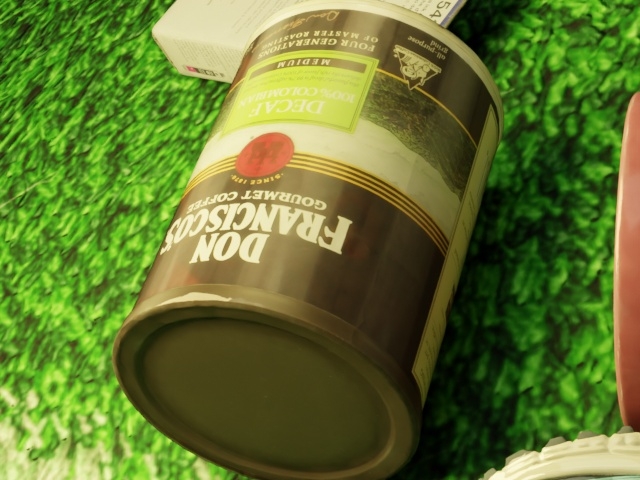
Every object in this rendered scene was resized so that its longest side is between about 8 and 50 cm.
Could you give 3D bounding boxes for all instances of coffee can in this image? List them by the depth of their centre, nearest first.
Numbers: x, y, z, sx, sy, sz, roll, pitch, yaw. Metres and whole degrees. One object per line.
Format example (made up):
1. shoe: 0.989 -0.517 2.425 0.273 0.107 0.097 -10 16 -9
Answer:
1. coffee can: 0.000 0.000 1.082 0.201 0.201 0.275 -8 45 31

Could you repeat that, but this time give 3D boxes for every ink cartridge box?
1. ink cartridge box: 0.058 -0.260 1.425 0.330 0.071 0.324 17 60 43

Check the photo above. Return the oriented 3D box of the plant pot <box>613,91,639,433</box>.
1. plant pot: 0.264 0.013 0.888 0.180 0.201 0.201 0 48 18

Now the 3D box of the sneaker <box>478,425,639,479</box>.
1. sneaker: 0.192 0.167 0.836 0.283 0.110 0.122 -18 44 22
